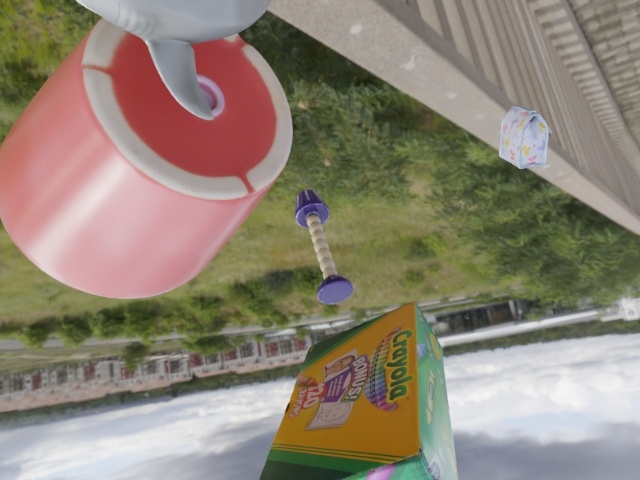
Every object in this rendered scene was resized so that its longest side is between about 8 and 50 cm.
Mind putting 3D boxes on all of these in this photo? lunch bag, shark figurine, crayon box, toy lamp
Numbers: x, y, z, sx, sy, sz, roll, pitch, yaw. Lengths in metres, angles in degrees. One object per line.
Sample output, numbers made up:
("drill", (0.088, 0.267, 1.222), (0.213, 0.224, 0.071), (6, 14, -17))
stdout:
("lunch bag", (0.311, -0.160, 0.712), (0.053, 0.083, 0.071), (-10, -155, -3))
("shark figurine", (-0.062, -0.212, 0.359), (0.116, 0.166, 0.278), (-14, -152, 39))
("crayon box", (0.049, 0.186, 0.509), (0.165, 0.081, 0.278), (-27, -169, 17))
("toy lamp", (0.000, 0.000, 0.964), (0.080, 0.275, 0.080), (-10, 140, -9))

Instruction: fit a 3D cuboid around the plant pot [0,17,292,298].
("plant pot", (-0.174, -0.093, 0.501), (0.275, 0.275, 0.243), (2, 162, -38))
